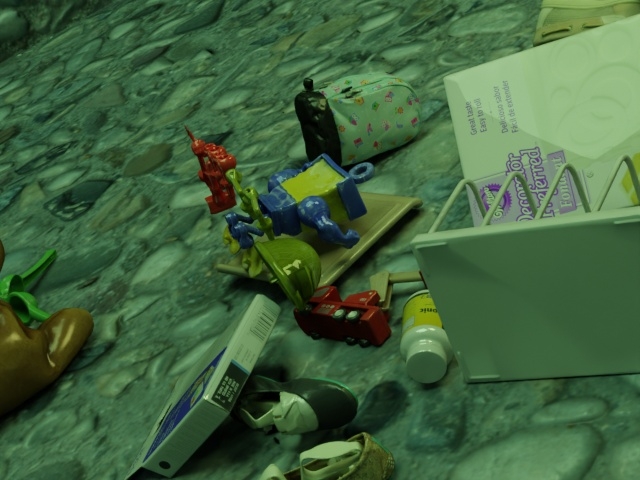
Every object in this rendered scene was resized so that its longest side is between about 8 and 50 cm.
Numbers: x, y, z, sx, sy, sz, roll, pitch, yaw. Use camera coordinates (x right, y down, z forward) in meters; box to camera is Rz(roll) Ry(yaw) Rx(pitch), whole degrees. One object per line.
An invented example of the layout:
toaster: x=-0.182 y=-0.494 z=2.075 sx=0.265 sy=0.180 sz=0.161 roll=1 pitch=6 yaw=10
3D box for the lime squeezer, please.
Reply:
lime squeezer: x=-0.452 y=0.094 z=2.214 sx=0.110 sy=0.058 sz=0.310 roll=1 pitch=20 yaw=-19

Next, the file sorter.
file sorter: x=0.281 y=0.023 z=1.546 sx=0.278 sy=0.193 sz=0.173 roll=-7 pitch=30 yaw=32

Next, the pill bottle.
pill bottle: x=0.127 y=0.115 z=1.649 sx=0.065 sy=0.065 sz=0.116 roll=-17 pitch=29 yaw=17

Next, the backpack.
backpack: x=0.064 y=-0.189 z=2.173 sx=0.182 sy=0.152 sz=0.115 roll=-21 pitch=30 yaw=-18

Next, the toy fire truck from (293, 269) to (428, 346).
toy fire truck: x=0.071 y=0.074 z=1.787 sx=0.192 sy=0.047 sz=0.135 roll=4 pitch=39 yaw=46

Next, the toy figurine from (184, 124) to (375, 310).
toy figurine: x=-0.020 y=-0.067 z=1.882 sx=0.217 sy=0.191 sz=0.362 roll=-23 pitch=25 yaw=-12

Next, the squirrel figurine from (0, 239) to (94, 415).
squirrel figurine: x=-0.578 y=0.107 z=1.926 sx=0.281 sy=0.370 sz=0.397 roll=-9 pitch=33 yaw=32

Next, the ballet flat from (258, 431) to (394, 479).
ballet flat: x=-0.022 y=0.262 z=1.517 sx=0.206 sy=0.067 sz=0.073 roll=-26 pitch=28 yaw=2

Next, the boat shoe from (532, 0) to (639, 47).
boat shoe: x=0.449 y=-0.310 z=2.096 sx=0.302 sy=0.109 sz=0.098 roll=15 pitch=84 yaw=44

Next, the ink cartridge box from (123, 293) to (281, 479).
ink cartridge box: x=-0.145 y=0.191 z=1.729 sx=0.208 sy=0.045 sz=0.206 roll=-46 pitch=12 yaw=38

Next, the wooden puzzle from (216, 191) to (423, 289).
wooden puzzle: x=0.000 y=0.000 z=1.992 sx=0.239 sy=0.044 sz=0.221 roll=-38 pitch=29 yaw=-31

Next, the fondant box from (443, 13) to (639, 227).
fondant box: x=0.338 y=-0.130 z=1.725 sx=0.330 sy=0.096 sz=0.238 roll=-17 pitch=70 yaw=19

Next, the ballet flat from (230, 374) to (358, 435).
ballet flat: x=-0.040 y=0.199 z=1.640 sx=0.203 sy=0.074 sz=0.074 roll=0 pitch=36 yaw=51
